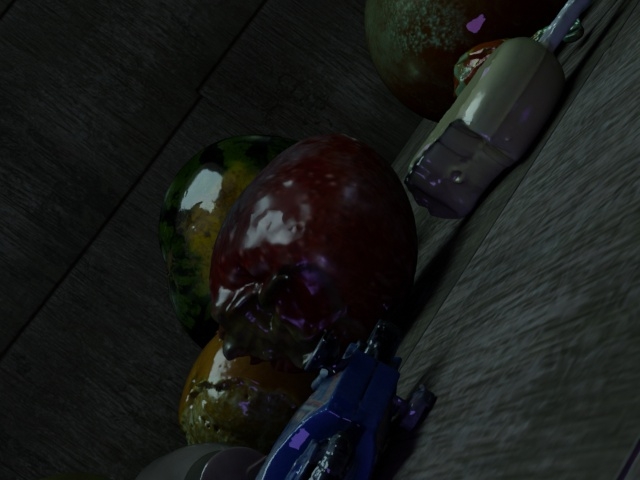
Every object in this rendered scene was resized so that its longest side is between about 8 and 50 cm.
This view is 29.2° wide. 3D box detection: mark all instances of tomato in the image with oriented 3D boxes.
[{"bbox_3d":[0.165,-0.270,1.399,0.270,0.222,0.270,-57,-1,-1],"label":"tomato"}]

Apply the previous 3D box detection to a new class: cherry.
[{"bbox_3d":[0.000,0.000,1.080,0.192,0.175,0.250,118,167,-51],"label":"cherry"}]

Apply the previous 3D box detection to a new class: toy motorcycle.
[{"bbox_3d":[0.006,0.123,0.726,0.114,0.076,0.205,-62,-2,24],"label":"toy motorcycle"}]

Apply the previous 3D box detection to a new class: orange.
[{"bbox_3d":[-0.063,0.152,1.163,0.156,0.134,0.157,-168,90,-81],"label":"orange"}]

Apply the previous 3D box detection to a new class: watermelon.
[{"bbox_3d":[-0.057,0.010,1.383,0.269,0.269,0.269,-55,2,2],"label":"watermelon"}]

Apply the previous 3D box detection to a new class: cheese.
[{"bbox_3d":[0.172,-0.137,1.094,0.249,0.071,0.163,-55,2,-17],"label":"cheese"}]

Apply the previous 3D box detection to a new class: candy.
[{"bbox_3d":[0.235,-0.209,1.174,0.084,0.078,0.287,-3,-27,-43],"label":"candy"}]

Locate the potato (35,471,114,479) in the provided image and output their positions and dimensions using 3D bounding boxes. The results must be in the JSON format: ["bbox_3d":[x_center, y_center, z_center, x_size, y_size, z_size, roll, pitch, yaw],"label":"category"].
[{"bbox_3d":[-0.288,0.379,1.204,0.326,0.221,0.243,-50,-1,-10],"label":"potato"}]

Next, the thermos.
[{"bbox_3d":[-0.076,0.206,1.013,0.137,0.105,0.193,-21,-10,-25],"label":"thermos"}]
